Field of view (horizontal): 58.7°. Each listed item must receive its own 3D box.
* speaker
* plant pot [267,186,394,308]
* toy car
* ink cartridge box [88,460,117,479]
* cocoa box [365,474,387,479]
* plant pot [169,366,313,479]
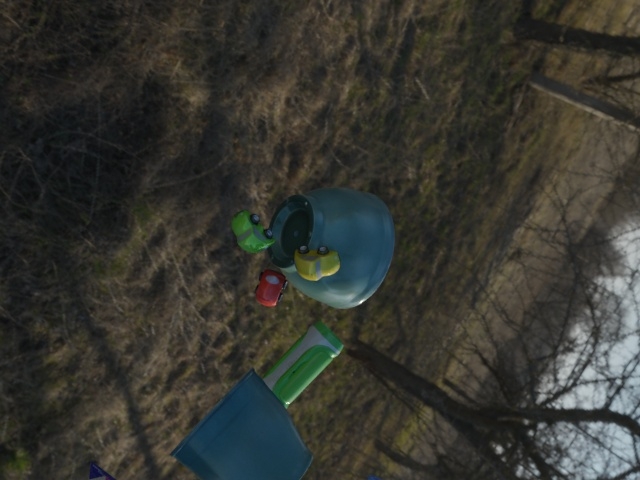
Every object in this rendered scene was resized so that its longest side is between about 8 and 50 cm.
[{"bbox_3d":[-0.069,0.386,1.733,0.296,0.131,0.131,-45,158,-3],"label":"speaker"},{"bbox_3d":[0.000,0.000,1.332,0.196,0.293,0.293,17,107,-39],"label":"plant pot"},{"bbox_3d":[-0.106,0.035,1.188,0.239,0.225,0.053,-30,-157,31],"label":"toy car"},{"bbox_3d":[-0.460,0.671,1.289,0.069,0.371,0.176,-34,120,0],"label":"ink cartridge box"},{"bbox_3d":[0.118,0.720,1.208,0.347,0.228,0.231,-51,143,-7],"label":"cocoa box"},{"bbox_3d":[-0.167,0.490,1.345,0.271,0.255,0.271,-46,175,-5],"label":"plant pot"}]
